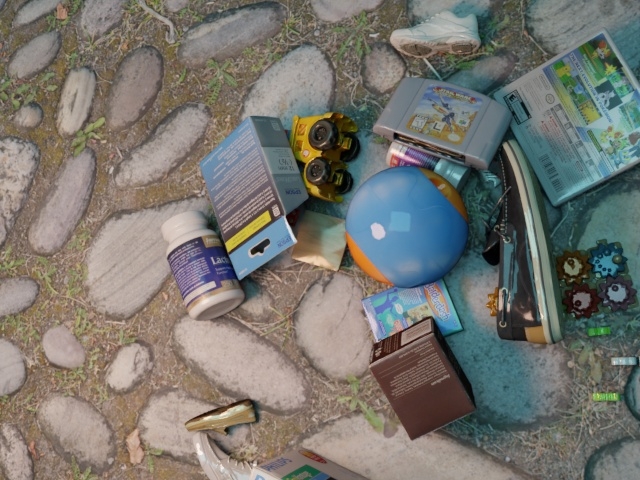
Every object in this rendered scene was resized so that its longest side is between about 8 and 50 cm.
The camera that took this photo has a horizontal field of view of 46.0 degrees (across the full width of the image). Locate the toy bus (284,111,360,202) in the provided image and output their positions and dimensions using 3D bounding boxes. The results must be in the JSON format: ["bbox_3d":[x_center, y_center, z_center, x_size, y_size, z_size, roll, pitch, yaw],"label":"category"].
[{"bbox_3d":[-0.026,-0.217,1.957,0.211,0.149,0.220,7,85,31],"label":"toy bus"}]

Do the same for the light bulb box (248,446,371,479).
[{"bbox_3d":[-0.060,0.690,1.681,0.225,0.358,0.361,20,88,17],"label":"light bulb box"}]

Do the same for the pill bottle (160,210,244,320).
[{"bbox_3d":[-0.315,0.064,1.978,0.153,0.153,0.264,-29,74,10],"label":"pill bottle"}]

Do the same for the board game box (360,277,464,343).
[{"bbox_3d":[0.225,0.183,1.850,0.210,0.047,0.160,-22,74,12],"label":"board game box"}]

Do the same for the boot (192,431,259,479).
[{"bbox_3d":[-0.212,0.575,1.895,0.123,0.095,0.258,-31,83,3],"label":"boot"}]

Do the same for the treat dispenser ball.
[{"bbox_3d":[0.201,-0.032,1.763,0.288,0.288,0.288,-3,79,16],"label":"treat dispenser ball"}]

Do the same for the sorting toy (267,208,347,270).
[{"bbox_3d":[0.000,0.000,1.951,0.275,0.046,0.132,15,85,18],"label":"sorting toy"}]

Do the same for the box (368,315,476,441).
[{"bbox_3d":[0.233,0.311,1.732,0.167,0.168,0.203,-29,93,10],"label":"box"}]

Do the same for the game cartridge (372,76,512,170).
[{"bbox_3d":[0.301,-0.294,1.834,0.297,0.062,0.198,21,68,18],"label":"game cartridge"}]

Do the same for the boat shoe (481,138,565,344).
[{"bbox_3d":[0.446,-0.002,1.732,0.156,0.187,0.500,-12,68,24],"label":"boat shoe"}]

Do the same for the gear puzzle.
[{"bbox_3d":[0.552,0.108,1.765,0.339,0.044,0.175,-14,76,14],"label":"gear puzzle"}]

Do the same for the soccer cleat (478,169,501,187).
[{"bbox_3d":[0.409,-0.163,1.867,0.083,0.029,0.035,35,87,15],"label":"soccer cleat"}]

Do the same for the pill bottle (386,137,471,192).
[{"bbox_3d":[0.270,-0.191,1.872,0.193,0.108,0.108,30,90,20],"label":"pill bottle"}]

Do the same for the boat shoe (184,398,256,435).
[{"bbox_3d":[-0.257,0.469,1.938,0.190,0.068,0.072,-19,91,14],"label":"boat shoe"}]

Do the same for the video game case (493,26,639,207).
[{"bbox_3d":[0.617,-0.291,1.794,0.300,0.036,0.329,-30,72,22],"label":"video game case"}]

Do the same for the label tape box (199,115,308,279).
[{"bbox_3d":[-0.159,-0.107,1.932,0.249,0.115,0.347,-34,72,42],"label":"label tape box"}]

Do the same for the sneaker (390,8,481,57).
[{"bbox_3d":[0.297,-0.541,1.948,0.232,0.090,0.115,1,74,8],"label":"sneaker"}]

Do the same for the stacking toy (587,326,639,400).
[{"bbox_3d":[0.717,0.270,1.683,0.221,0.052,0.166,-6,78,16],"label":"stacking toy"}]
